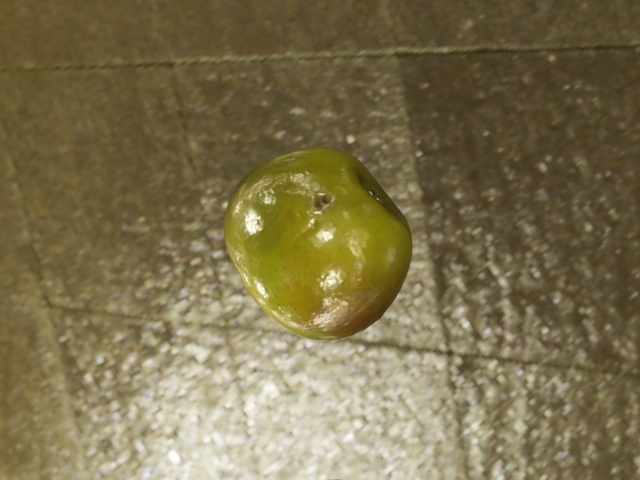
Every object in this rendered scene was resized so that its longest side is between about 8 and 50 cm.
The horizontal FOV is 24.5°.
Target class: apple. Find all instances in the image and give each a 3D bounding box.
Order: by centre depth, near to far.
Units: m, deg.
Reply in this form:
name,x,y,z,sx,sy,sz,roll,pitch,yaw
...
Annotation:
name,x,y,z,sx,sy,sz,roll,pitch,yaw
apple,0.000,0.000,1.466,0.157,0.196,0.196,-39,83,15

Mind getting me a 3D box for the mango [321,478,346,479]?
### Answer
name,x,y,z,sx,sy,sz,roll,pitch,yaw
mango,-0.018,0.287,1.156,0.120,0.151,0.221,45,111,45
